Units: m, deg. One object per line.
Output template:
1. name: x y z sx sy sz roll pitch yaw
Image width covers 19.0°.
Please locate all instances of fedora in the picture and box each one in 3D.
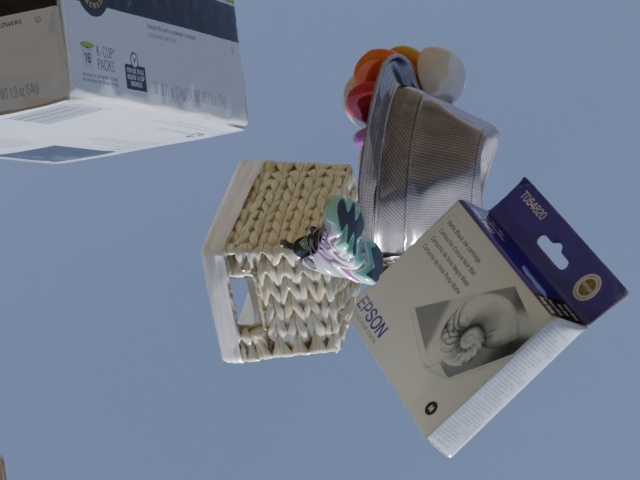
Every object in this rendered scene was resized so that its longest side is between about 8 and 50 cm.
1. fedora: 0.123 -0.065 2.038 0.124 0.275 0.244 7 -117 10

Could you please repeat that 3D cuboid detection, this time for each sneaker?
1. sneaker: 0.000 0.000 1.390 0.069 0.098 0.038 5 -123 24

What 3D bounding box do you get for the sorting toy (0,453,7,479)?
1. sorting toy: -0.296 0.269 1.365 0.208 0.038 0.193 -19 -113 19

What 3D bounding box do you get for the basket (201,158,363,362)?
1. basket: -0.026 0.013 1.588 0.103 0.113 0.167 -3 -151 12

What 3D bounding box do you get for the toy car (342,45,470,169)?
1. toy car: 0.091 -0.143 2.268 0.159 0.182 0.136 -18 173 34

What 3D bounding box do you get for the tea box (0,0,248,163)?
1. tea box: -0.241 -0.245 1.639 0.220 0.324 0.329 -10 176 22

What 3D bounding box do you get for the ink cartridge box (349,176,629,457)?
1. ink cartridge box: 0.146 0.057 1.782 0.224 0.045 0.223 -44 -144 6
